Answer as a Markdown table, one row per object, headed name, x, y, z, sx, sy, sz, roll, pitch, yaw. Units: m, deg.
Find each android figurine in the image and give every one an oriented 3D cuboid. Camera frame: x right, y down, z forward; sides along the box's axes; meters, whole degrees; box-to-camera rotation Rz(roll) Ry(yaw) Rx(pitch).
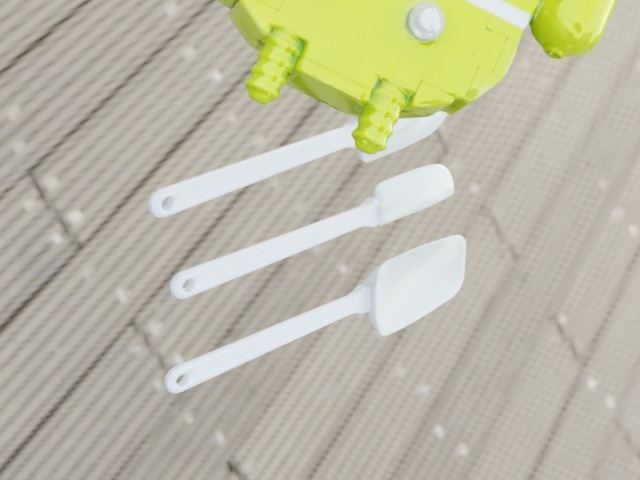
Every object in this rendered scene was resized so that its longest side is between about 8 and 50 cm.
| name | x | y | z | sx | sy | sz | roll | pitch | yaw |
| --- | --- | --- | --- | --- | --- | --- | --- | --- | --- |
| android figurine | 0.047 | -0.180 | 0.977 | 0.248 | 0.056 | 0.273 | 27 | 78 | -7 |

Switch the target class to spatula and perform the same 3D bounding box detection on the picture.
| name | x | y | z | sx | sy | sz | roll | pitch | yaw |
| --- | --- | --- | --- | --- | --- | --- | --- | --- | --- |
| spatula | 0.000 | 0.000 | 1.125 | 0.242 | 0.019 | 0.168 | -23 | 126 | -35 |
